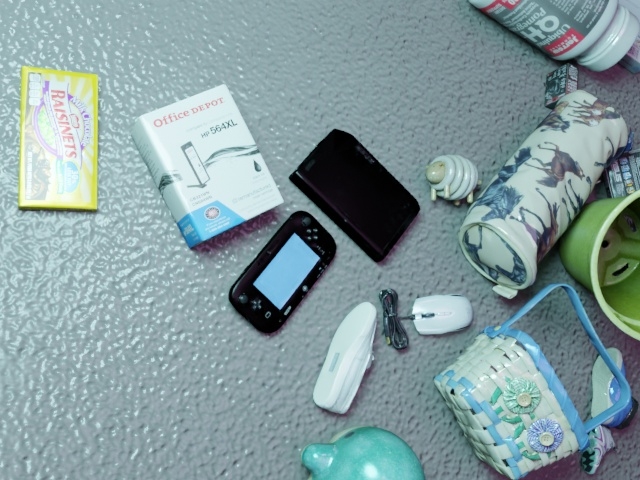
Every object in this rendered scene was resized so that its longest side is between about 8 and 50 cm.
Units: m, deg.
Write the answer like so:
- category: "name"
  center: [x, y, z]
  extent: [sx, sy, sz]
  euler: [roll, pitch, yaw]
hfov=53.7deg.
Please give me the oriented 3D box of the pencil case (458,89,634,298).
- category: "pencil case"
  center: [0.418, -0.090, 1.174]
  extent: [0.410, 0.160, 0.183]
  euler: [-47, 115, -23]

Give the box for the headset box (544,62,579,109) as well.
- category: "headset box"
  center: [0.494, -0.311, 1.298]
  extent: [0.032, 0.062, 0.083]
  euler: [13, 76, -21]

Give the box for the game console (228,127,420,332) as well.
- category: "game console"
  center: [0.000, 0.000, 1.043]
  extent: [0.213, 0.044, 0.361]
  euler: [43, 68, -12]

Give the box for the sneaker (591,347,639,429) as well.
- category: "sneaker"
  center: [0.582, 0.293, 1.241]
  extent: [0.085, 0.058, 0.152]
  euler: [25, 67, -23]

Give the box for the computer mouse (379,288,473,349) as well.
- category: "computer mouse"
  center: [0.197, 0.128, 1.107]
  extent: [0.193, 0.042, 0.105]
  euler: [-5, 82, -24]

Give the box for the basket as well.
- category: "basket"
  center: [0.368, 0.247, 1.074]
  extent: [0.289, 0.201, 0.254]
  euler: [-34, 95, -15]

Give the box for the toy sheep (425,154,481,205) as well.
- category: "toy sheep"
  center: [0.242, -0.112, 1.145]
  extent: [0.132, 0.091, 0.091]
  euler: [8, 78, -37]

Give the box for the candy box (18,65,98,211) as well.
- category: "candy box"
  center: [-0.376, -0.145, 0.911]
  extent: [0.105, 0.027, 0.205]
  euler: [1, 81, -27]

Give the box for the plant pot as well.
- category: "plant pot"
  center: [0.568, 0.023, 1.146]
  extent: [0.276, 0.254, 0.275]
  euler: [0, 97, -3]

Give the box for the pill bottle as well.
- category: "pill bottle"
  center: [0.464, -0.469, 1.248]
  extent: [0.319, 0.176, 0.176]
  euler: [26, 72, -18]

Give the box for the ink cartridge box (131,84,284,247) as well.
- category: "ink cartridge box"
  center: [-0.172, -0.113, 0.962]
  extent: [0.148, 0.086, 0.203]
  euler: [-29, 94, -25]

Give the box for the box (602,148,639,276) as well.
- category: "box"
  center: [0.714, -0.063, 1.287]
  extent: [0.217, 0.060, 0.269]
  euler: [-13, 85, 16]

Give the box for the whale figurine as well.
- category: "whale figurine"
  center: [0.041, 0.400, 0.940]
  extent: [0.272, 0.141, 0.216]
  euler: [-31, 95, -24]

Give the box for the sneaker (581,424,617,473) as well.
- category: "sneaker"
  center: [0.542, 0.403, 1.214]
  extent: [0.069, 0.038, 0.098]
  euler: [20, 75, -19]

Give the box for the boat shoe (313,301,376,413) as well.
- category: "boat shoe"
  center: [0.054, 0.192, 1.026]
  extent: [0.063, 0.066, 0.184]
  euler: [35, 67, -30]

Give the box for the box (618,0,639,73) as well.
- category: "box"
  center: [0.688, -0.492, 1.426]
  extent: [0.145, 0.038, 0.186]
  euler: [25, 73, -18]
